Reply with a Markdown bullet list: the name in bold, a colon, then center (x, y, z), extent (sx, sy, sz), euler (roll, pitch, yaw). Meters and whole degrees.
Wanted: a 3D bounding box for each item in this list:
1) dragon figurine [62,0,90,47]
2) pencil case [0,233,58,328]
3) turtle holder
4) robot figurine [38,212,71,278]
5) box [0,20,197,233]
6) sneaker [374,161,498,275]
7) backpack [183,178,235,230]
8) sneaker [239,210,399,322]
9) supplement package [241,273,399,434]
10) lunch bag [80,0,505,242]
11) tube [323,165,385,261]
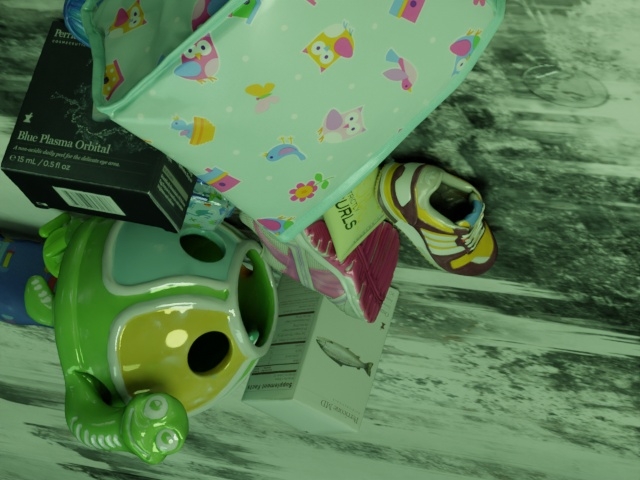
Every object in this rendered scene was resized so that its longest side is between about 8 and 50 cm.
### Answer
- **dragon figurine**: center (-0.158, -0.205, 1.550), extent (0.289, 0.085, 0.144), euler (28, 158, -27)
- **pencil case**: center (-0.306, 0.067, 2.358), extent (0.306, 0.119, 0.133), euler (12, -179, 13)
- **turtle holder**: center (-0.183, 0.089, 2.069), extent (0.227, 0.243, 0.320), euler (-8, -170, 19)
- **robot figurine**: center (-0.290, 0.013, 2.243), extent (0.101, 0.067, 0.115), euler (54, -168, 4)
- **box**: center (-0.190, -0.106, 1.731), extent (0.156, 0.158, 0.093), euler (10, 160, 19)
- **sneaker**: center (0.134, -0.015, 1.842), extent (0.084, 0.069, 0.185), euler (5, 159, 44)
- **backpack**: center (-0.134, -0.066, 1.906), extent (0.114, 0.084, 0.105), euler (23, 158, -8)
- **sneaker**: center (0.000, 0.000, 1.970), extent (0.111, 0.103, 0.252), euler (10, 153, 31)
- **supplement package**: center (0.001, 0.122, 2.156), extent (0.105, 0.179, 0.105), euler (29, 157, -32)
- **lunch bag**: center (-0.016, -0.163, 1.423), extent (0.262, 0.160, 0.223), euler (-39, 130, 20)
- **tube**: center (0.023, -0.064, 1.802), extent (0.070, 0.062, 0.240), euler (-8, 151, 12)
